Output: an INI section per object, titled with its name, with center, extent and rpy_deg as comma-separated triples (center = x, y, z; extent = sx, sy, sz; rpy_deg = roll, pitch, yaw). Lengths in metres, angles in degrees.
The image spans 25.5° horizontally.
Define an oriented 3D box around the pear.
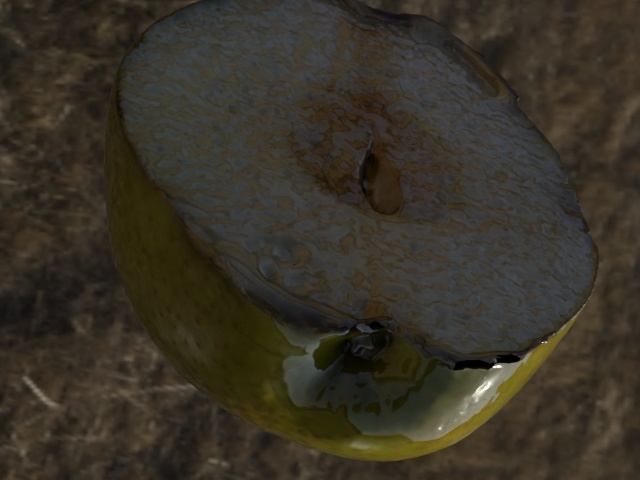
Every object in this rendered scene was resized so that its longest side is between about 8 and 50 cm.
[pear]
center = 0.000, 0.000, 0.974
extent = 0.386, 0.340, 0.191
rpy_deg = -84, -162, -52
